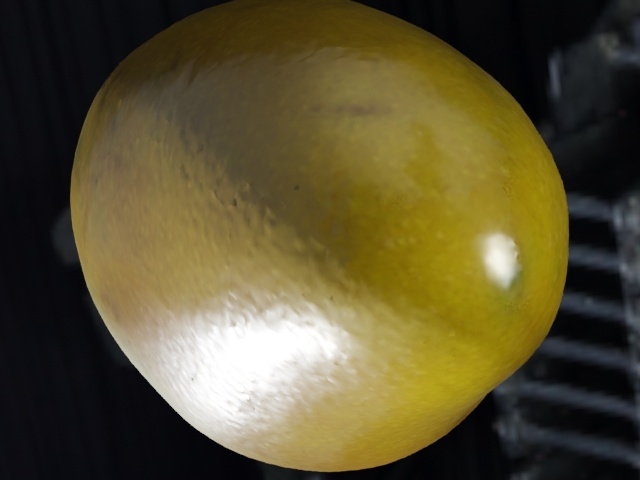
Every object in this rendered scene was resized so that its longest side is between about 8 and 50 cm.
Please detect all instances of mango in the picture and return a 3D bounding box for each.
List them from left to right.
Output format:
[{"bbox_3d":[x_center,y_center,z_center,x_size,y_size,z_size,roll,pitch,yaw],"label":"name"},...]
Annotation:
[{"bbox_3d":[0.000,0.000,0.525,0.113,0.138,0.253,-20,-170,-17],"label":"mango"}]
